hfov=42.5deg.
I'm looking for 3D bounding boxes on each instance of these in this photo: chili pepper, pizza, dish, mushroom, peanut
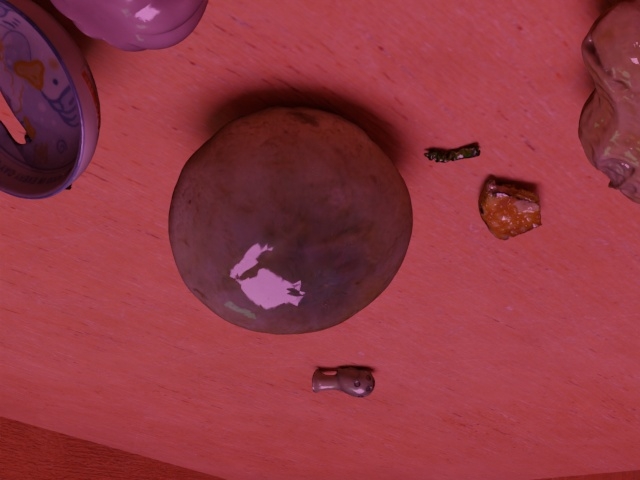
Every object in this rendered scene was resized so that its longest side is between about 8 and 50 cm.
[{"bbox_3d":[0.195,-0.127,1.215,0.083,0.022,0.027,-5,-176,19],"label":"chili pepper"},{"bbox_3d":[0.304,-0.051,1.318,0.099,0.036,0.160,-3,152,18],"label":"pizza"},{"bbox_3d":[-0.374,-0.202,1.071,0.273,0.134,0.273,13,121,23],"label":"dish"},{"bbox_3d":[-0.041,-0.029,1.188,0.352,0.260,0.352,-4,118,-8],"label":"mushroom"},{"bbox_3d":[0.401,-0.163,0.967,0.174,0.158,0.340,28,157,25],"label":"peanut"}]

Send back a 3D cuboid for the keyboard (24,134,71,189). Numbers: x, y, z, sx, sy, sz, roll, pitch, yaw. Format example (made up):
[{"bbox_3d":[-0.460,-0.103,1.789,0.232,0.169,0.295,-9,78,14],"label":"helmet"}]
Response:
[{"bbox_3d":[-0.449,-0.128,1.358,0.053,0.010,0.155,7,152,-4],"label":"keyboard"}]

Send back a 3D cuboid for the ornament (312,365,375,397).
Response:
[{"bbox_3d":[0.063,0.363,2.123,0.156,0.081,0.075,-1,-175,19],"label":"ornament"}]

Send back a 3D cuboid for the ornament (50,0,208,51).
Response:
[{"bbox_3d":[-0.195,-0.291,0.854,0.177,0.177,0.177,5,152,3],"label":"ornament"}]
